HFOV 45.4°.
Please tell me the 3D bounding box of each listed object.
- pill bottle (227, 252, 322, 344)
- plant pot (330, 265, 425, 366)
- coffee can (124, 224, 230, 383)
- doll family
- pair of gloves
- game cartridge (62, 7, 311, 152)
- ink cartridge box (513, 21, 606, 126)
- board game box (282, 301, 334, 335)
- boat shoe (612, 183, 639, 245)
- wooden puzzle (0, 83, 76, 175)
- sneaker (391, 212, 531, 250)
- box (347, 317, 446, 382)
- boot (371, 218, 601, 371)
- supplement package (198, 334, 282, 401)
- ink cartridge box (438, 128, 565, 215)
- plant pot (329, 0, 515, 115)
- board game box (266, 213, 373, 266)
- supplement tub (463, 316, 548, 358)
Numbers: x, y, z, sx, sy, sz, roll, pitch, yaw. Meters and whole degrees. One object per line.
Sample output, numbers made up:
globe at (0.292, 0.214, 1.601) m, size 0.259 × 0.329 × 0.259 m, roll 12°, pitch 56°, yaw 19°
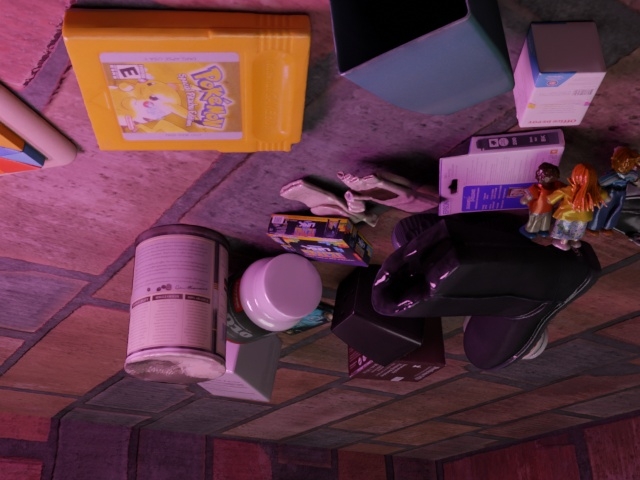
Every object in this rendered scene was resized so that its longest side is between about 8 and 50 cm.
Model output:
pill bottle at (-0.124, 0.127, 1.655) m, size 0.161 × 0.161 × 0.283 m, roll 12°, pitch 159°, yaw -26°
plant pot at (0.130, 0.161, 1.780) m, size 0.167 × 0.187 × 0.188 m, roll 21°, pitch 148°, yaw -17°
coffee can at (-0.290, 0.134, 1.569) m, size 0.202 × 0.275 × 0.201 m, roll -1°, pitch 153°, yaw -1°
doll family at (0.468, -0.078, 1.290) m, size 0.263 × 0.118 × 0.163 m, roll -14°, pitch 128°, yaw -23°
pair of gloves at (0.068, -0.071, 1.407) m, size 0.240 × 0.042 × 0.204 m, roll -10°, pitch 156°, yaw 42°
game cartridge at (-0.182, -0.220, 1.118) m, size 0.324 × 0.052 × 0.285 m, roll 1°, pitch 154°, yaw -4°
ink cartridge box at (0.333, -0.229, 1.092) m, size 0.092 × 0.090 × 0.143 m, roll -1°, pitch 155°, yaw -1°
board game box at (-0.051, 0.202, 2.004) m, size 0.186 × 0.026 × 0.126 m, roll -23°, pitch 146°, yaw 36°
boat shoe at (0.649, -0.035, 1.488) m, size 0.306 × 0.105 × 0.113 m, roll 6°, pitch 152°, yaw -16°
wooden puzzle at (-0.552, -0.158, 1.222) m, size 0.239 × 0.044 × 0.221 m, roll -11°, pitch 152°, yaw 17°
sneaker at (0.264, 0.018, 1.532) m, size 0.319 × 0.112 × 0.131 m, roll 3°, pitch 157°, yaw -26°
box at (0.192, 0.262, 1.984) m, size 0.203 × 0.167 × 0.168 m, roll 8°, pitch 152°, yaw -19°
boot at (0.273, 0.123, 1.427) m, size 0.445 × 0.146 × 0.367 m, roll 1°, pitch 133°, yaw -43°
supplement package at (-0.234, 0.286, 1.963) m, size 0.175 × 0.177 × 0.293 m, roll 4°, pitch 155°, yaw 17°
ink cartridge box at (0.314, -0.117, 1.366) m, size 0.208 × 0.045 × 0.206 m, roll -5°, pitch 153°, yaw 5°
plant pot at (0.145, -0.257, 0.950) m, size 0.165 × 0.165 × 0.234 m, roll -19°, pitch 156°, yaw 30°
board game box at (0.000, 0.000, 1.522) m, size 0.170 × 0.048 × 0.141 m, roll 5°, pitch 158°, yaw 29°
supplement tub at (0.478, 0.227, 1.959) m, size 0.200 × 0.144 × 0.144 m, roll 21°, pitch 145°, yaw -39°
